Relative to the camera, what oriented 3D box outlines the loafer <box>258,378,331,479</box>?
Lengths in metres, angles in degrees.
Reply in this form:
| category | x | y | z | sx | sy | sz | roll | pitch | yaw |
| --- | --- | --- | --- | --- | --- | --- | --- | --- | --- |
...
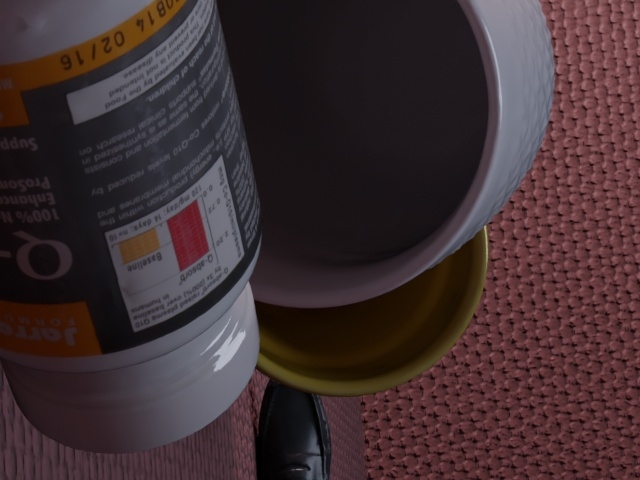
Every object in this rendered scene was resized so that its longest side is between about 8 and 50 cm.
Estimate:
| category | x | y | z | sx | sy | sz | roll | pitch | yaw |
| --- | --- | --- | --- | --- | --- | --- | --- | --- | --- |
| loafer | -0.023 | 0.245 | 1.999 | 0.078 | 0.076 | 0.223 | -106 | -167 | -78 |

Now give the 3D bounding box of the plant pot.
| category | x | y | z | sx | sy | sz | roll | pitch | yaw |
| --- | --- | --- | --- | --- | --- | --- | --- | --- | --- |
| plant pot | 0.000 | 0.000 | 1.760 | 0.239 | 0.254 | 0.254 | -158 | -119 | -78 |

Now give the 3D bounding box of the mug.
| category | x | y | z | sx | sy | sz | roll | pitch | yaw |
| --- | --- | --- | --- | --- | --- | --- | --- | --- | --- |
| mug | 0.004 | -0.082 | 1.441 | 0.276 | 0.374 | 0.328 | 44 | 19 | 6 |

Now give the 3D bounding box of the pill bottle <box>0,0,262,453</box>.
| category | x | y | z | sx | sy | sz | roll | pitch | yaw |
| --- | --- | --- | --- | --- | --- | --- | --- | --- | --- |
| pill bottle | -0.114 | -0.039 | 0.913 | 0.162 | 0.162 | 0.278 | -89 | 171 | -48 |
